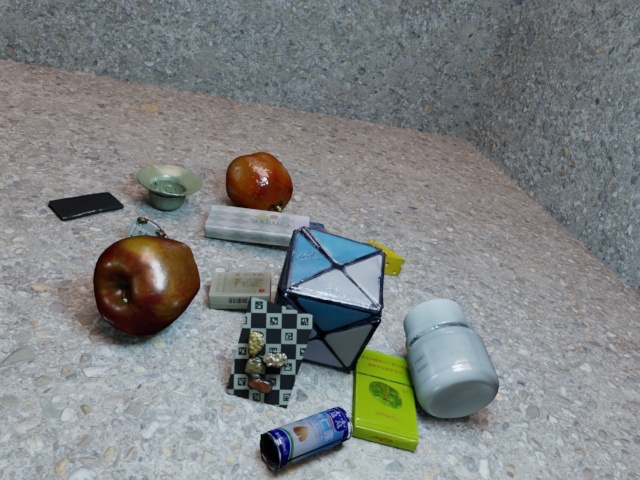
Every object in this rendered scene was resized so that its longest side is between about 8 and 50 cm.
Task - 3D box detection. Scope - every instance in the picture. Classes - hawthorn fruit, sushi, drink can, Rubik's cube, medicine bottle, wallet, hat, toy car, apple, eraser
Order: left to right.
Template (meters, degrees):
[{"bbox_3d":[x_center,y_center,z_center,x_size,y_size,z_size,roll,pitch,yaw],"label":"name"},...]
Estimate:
[{"bbox_3d":[-0.876,-0.133,2.132,0.124,0.025,0.244,37,35,29],"label":"wallet"},{"bbox_3d":[-0.509,0.122,1.665,0.288,0.288,0.317,25,18,13],"label":"apple"},{"bbox_3d":[-0.608,-0.024,2.033,0.139,0.112,0.112,27,14,-3],"label":"toy car"},{"bbox_3d":[-0.609,-0.192,2.267,0.257,0.130,0.257,13,29,-8],"label":"hat"},{"bbox_3d":[-0.244,-0.057,2.236,0.397,0.082,0.213,7,32,-4],"label":"eraser"},{"bbox_3d":[-0.251,-0.221,2.391,0.275,0.275,0.299,-16,58,-44],"label":"hawthorn fruit"},{"bbox_3d":[-0.142,0.313,1.546,0.192,0.279,0.043,17,2,-4],"label":"sushi"},{"bbox_3d":[-0.035,0.504,1.456,0.235,0.097,0.097,-8,39,-36],"label":"drink can"},{"bbox_3d":[0.012,0.179,1.750,0.305,0.310,0.307,17,42,-6],"label":"Rubik's cube"},{"bbox_3d":[0.385,0.356,1.741,0.245,0.245,0.306,8,42,-17],"label":"medicine bottle"}]

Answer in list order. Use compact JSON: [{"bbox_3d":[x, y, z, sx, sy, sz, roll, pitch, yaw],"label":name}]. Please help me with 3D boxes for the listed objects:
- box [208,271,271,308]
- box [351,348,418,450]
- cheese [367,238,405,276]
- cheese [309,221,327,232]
[{"bbox_3d":[-0.265,0.164,1.891,0.201,0.058,0.141,-1,32,-4],"label":"box"},{"bbox_3d":[0.189,0.462,1.695,0.187,0.047,0.335,16,29,-4],"label":"box"},{"bbox_3d":[0.251,0.083,2.310,0.171,0.093,0.126,22,30,5],"label":"cheese"},{"bbox_3d":[0.000,0.000,2.333,0.189,0.074,0.286,8,30,-20],"label":"cheese"}]
